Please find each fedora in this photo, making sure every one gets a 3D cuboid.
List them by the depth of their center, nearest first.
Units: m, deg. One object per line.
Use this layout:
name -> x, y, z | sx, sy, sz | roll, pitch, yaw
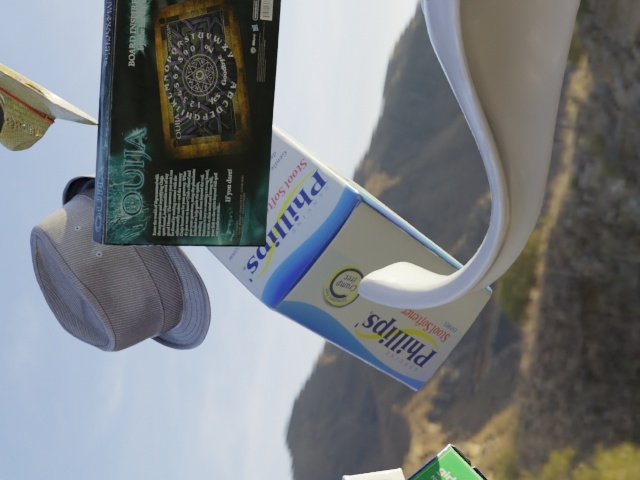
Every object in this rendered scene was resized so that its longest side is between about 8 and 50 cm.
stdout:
fedora -> -0.277, 0.050, 1.503 | 0.124, 0.275, 0.244 | -32, -14, -34

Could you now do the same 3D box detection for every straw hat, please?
straw hat -> -0.272, -0.114, 1.043 | 0.061, 0.144, 0.144 | -60, -9, 1

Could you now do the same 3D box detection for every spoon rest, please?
spoon rest -> 0.094, -0.080, 0.653 | 0.137, 0.084, 0.276 | -19, -51, -48

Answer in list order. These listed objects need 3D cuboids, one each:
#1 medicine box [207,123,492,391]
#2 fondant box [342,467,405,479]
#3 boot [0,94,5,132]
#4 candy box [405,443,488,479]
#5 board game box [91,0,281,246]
medicine box -> 0.000, 0.000, 1.309 | 0.263, 0.289, 0.149 | 33, -85, -44
fondant box -> 0.080, 0.526, 1.683 | 0.238, 0.096, 0.330 | -111, 25, -47
boot -> -0.311, -0.148, 0.788 | 0.091, 0.263, 0.229 | 59, -149, -52
candy box -> 0.028, 0.388, 1.229 | 0.317, 0.122, 0.268 | -32, -20, -41
board game box -> -0.093, -0.089, 0.821 | 0.026, 0.126, 0.186 | 14, 102, 61
